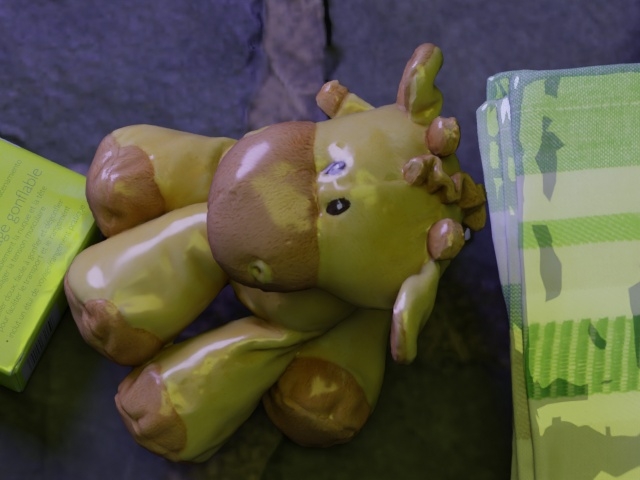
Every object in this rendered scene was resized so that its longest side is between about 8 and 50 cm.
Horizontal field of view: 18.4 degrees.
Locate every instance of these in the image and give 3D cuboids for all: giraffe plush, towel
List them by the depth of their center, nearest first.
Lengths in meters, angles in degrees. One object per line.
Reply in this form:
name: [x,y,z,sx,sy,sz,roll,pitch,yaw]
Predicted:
giraffe plush: [0.000,0.000,0.886,0.210,0.170,0.181,-23,87,-18]
towel: [0.203,0.076,0.918,0.248,0.038,0.324,-2,86,-3]

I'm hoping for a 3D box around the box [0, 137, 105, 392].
box: [-0.202,-0.011,0.964,0.178,0.042,0.109,25,71,6]
